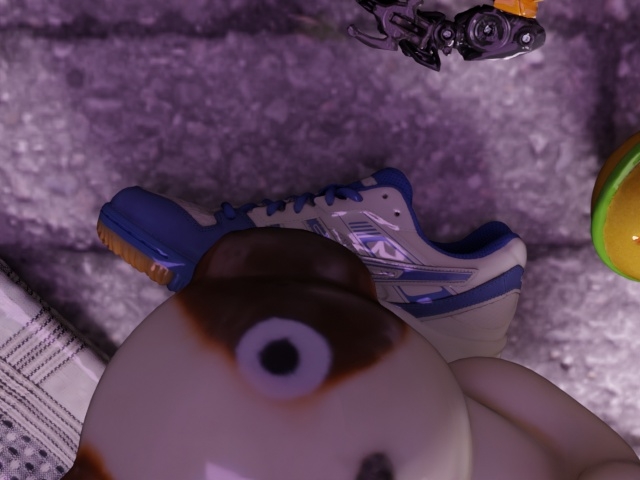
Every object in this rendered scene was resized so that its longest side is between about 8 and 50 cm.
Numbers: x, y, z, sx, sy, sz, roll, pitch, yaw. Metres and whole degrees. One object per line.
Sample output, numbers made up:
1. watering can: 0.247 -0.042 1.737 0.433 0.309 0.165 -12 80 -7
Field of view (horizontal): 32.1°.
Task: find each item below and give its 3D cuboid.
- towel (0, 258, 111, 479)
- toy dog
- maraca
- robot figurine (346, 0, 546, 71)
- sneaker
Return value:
1. towel: -0.305 0.145 0.829 0.312 0.056 0.324 -42 105 14
2. toy dog: 0.037 0.165 0.664 0.284 0.395 0.408 -51 136 -10
3. maraca: 0.261 -0.022 0.757 0.185 0.099 0.127 10 121 -31
4. robot figurine: 0.037 -0.228 0.681 0.291 0.085 0.211 16 110 -6
5. sneaker: 0.000 0.000 0.767 0.296 0.112 0.131 18 99 -15
